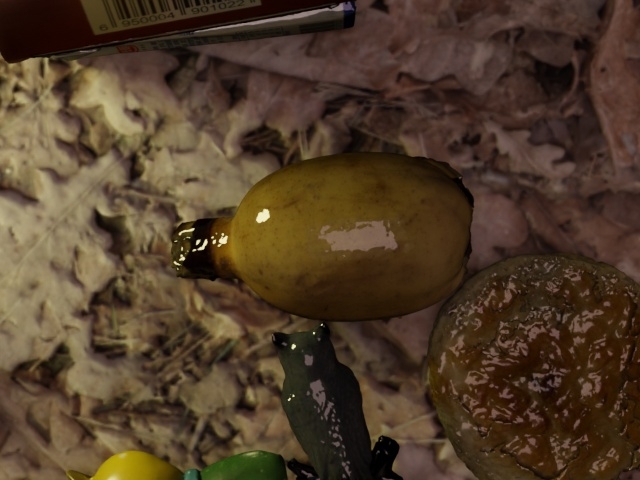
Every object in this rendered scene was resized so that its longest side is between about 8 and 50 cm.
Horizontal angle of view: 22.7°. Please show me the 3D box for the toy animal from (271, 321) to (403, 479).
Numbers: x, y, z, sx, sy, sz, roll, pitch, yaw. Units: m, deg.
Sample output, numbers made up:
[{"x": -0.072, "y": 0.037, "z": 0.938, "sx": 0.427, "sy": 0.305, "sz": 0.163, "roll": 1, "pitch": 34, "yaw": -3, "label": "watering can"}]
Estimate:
[{"x": 0.001, "y": 0.188, "z": 1.601, "sx": 0.121, "sy": 0.117, "sz": 0.210, "roll": -19, "pitch": 120, "yaw": 6, "label": "toy animal"}]

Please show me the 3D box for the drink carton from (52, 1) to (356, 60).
[{"x": -0.125, "y": -0.265, "z": 1.626, "sx": 0.315, "sy": 0.106, "sz": 0.130, "roll": -8, "pitch": 90, "yaw": 1, "label": "drink carton"}]

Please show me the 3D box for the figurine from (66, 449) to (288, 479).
[{"x": -0.146, "y": 0.305, "z": 1.639, "sx": 0.234, "sy": 0.127, "sz": 0.185, "roll": -6, "pitch": 99, "yaw": -10, "label": "figurine"}]

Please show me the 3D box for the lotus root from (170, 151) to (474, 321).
[{"x": 0.000, "y": 0.000, "z": 1.596, "sx": 0.310, "sy": 0.183, "sz": 0.182, "roll": -3, "pitch": 91, "yaw": 4, "label": "lotus root"}]

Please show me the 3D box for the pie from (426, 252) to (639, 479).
[{"x": 0.239, "y": 0.144, "z": 1.662, "sx": 0.274, "sy": 0.055, "sz": 0.274, "roll": 0, "pitch": 96, "yaw": -3, "label": "pie"}]

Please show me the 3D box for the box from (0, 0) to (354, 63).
[{"x": -0.164, "y": -0.389, "z": 1.537, "sx": 0.345, "sy": 0.122, "sz": 0.385, "roll": -10, "pitch": 66, "yaw": 1, "label": "box"}]
